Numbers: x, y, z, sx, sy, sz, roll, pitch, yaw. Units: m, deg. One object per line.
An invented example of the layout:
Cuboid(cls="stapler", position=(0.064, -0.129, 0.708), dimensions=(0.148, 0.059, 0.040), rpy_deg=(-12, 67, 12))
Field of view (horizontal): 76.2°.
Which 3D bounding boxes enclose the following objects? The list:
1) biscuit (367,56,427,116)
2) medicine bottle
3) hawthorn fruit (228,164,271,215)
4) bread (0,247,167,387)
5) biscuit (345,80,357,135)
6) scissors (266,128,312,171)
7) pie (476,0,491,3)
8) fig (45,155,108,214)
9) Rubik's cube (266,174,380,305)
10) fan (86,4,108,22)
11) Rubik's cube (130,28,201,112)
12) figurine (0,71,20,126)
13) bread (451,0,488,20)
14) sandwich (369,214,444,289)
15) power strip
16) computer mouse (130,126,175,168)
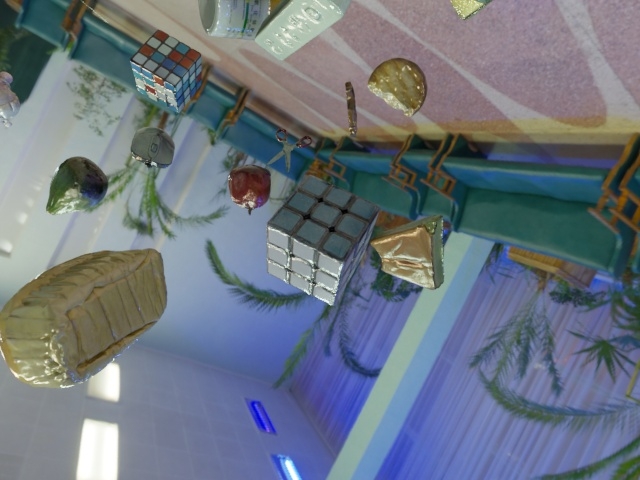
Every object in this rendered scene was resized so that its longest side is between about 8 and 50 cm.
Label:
Cuboid(cls="biscuit", position=(0.368, -0.710, 1.860), dimensions=(0.274, 0.213, 0.091), rpy_deg=(40, -162, -1))
Cuboid(cls="medicine bottle", position=(-0.266, -0.799, 1.360), dimensions=(0.232, 0.237, 0.238), rpy_deg=(-11, -159, -29))
Cuboid(cls="hawthorn fruit", position=(-0.341, -0.244, 1.974), dimensions=(0.216, 0.249, 0.215), rpy_deg=(-4, -178, 0))
Cuboid(cls="bread", position=(-0.314, 0.093, 0.565), dimensions=(0.106, 0.139, 0.236), rpy_deg=(-2, -164, 13))
Cuboid(cls="biscuit", position=(0.116, -0.492, 1.511), dimensions=(0.034, 0.182, 0.215), rpy_deg=(-6, 162, 5))
Cuboid(cls="scissors", position=(-0.123, -0.336, 1.514), dimensions=(0.145, 0.247, 0.017), rpy_deg=(16, 136, 2))
Cuboid(cls="pie", position=(0.346, -0.596, 0.844), dimensions=(0.041, 0.186, 0.187), rpy_deg=(25, 180, 44))
Cuboid(cls="fig", position=(-0.613, -0.125, 1.015), dimensions=(0.123, 0.156, 0.123), rpy_deg=(48, -179, -1))
Cuboid(cls="Rubik's cube", position=(0.000, 0.000, 1.488), dimensions=(0.301, 0.305, 0.303), rpy_deg=(25, 142, 11))
Cuboid(cls="fan", position=(-0.749, -0.737, 1.173), dimensions=(0.183, 0.010, 0.310), rpy_deg=(-6, 161, 29))
Cuboid(cls="Rubik's cube", position=(-0.486, -0.537, 1.307), dimensions=(0.154, 0.155, 0.151), rpy_deg=(29, 157, -4))
Cuboid(cls="figurine", position=(-1.068, -0.477, 1.280), dimensions=(0.256, 0.145, 0.181), rpy_deg=(62, -179, -29))
Cuboid(cls="bread", position=(0.524, -0.843, 1.288), dimensions=(0.178, 0.142, 0.266), rpy_deg=(64, 159, -9))
Cuboid(cls="sandwich", position=(0.230, 0.016, 1.124), dimensions=(0.212, 0.063, 0.244), rpy_deg=(20, 140, 35))
Cuboid(cls="power strip", position=(-0.045, -0.471, 0.867), dimensions=(0.091, 0.062, 0.385), rpy_deg=(28, 178, -26))
Cuboid(cls="computer mouse", position=(-0.478, -0.277, 1.171), dimensions=(0.113, 0.068, 0.228), rpy_deg=(16, -152, -27))
